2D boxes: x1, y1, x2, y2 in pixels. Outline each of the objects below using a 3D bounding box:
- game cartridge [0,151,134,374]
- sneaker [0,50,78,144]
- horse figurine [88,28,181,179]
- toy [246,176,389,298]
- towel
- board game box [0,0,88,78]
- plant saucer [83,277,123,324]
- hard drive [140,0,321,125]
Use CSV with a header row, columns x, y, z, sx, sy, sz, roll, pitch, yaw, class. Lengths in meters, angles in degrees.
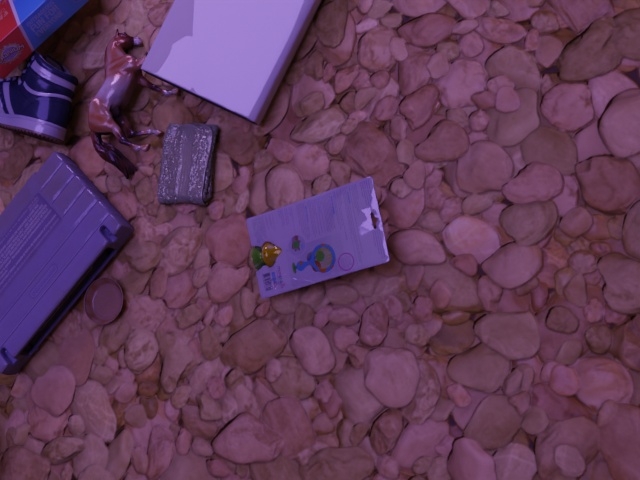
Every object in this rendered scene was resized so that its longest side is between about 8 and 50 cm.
x,y,z,sx,sy,sz,roll,pitch,yaw,class
-0.519,0.038,1.678,0.355,0.068,0.230,-49,62,8,game cartridge
-0.581,-0.287,1.744,0.282,0.099,0.153,17,89,21,sneaker
-0.349,-0.251,1.658,0.174,0.066,0.264,17,84,18,horse figurine
0.000,0.000,1.465,0.237,0.056,0.137,-17,77,24,toy
-0.233,-0.134,1.605,0.110,0.027,0.148,2,80,24,towel
-0.596,-0.477,1.750,0.242,0.064,0.316,-44,55,-4,board game box
-0.379,0.107,1.627,0.083,0.015,0.084,-5,78,23,plant saucer
-0.129,-0.402,1.580,0.233,0.047,0.353,26,89,14,hard drive
